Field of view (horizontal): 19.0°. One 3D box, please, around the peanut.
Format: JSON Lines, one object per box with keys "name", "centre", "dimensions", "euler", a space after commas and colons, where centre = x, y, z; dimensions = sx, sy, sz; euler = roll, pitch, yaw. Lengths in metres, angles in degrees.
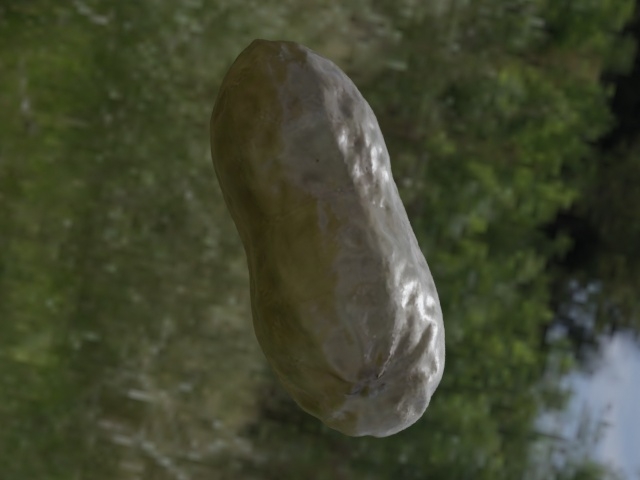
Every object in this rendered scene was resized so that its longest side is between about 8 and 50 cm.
{"name": "peanut", "centre": [0.000, 0.000, 1.763], "dimensions": [0.192, 0.169, 0.387], "euler": [-44, 116, -74]}
